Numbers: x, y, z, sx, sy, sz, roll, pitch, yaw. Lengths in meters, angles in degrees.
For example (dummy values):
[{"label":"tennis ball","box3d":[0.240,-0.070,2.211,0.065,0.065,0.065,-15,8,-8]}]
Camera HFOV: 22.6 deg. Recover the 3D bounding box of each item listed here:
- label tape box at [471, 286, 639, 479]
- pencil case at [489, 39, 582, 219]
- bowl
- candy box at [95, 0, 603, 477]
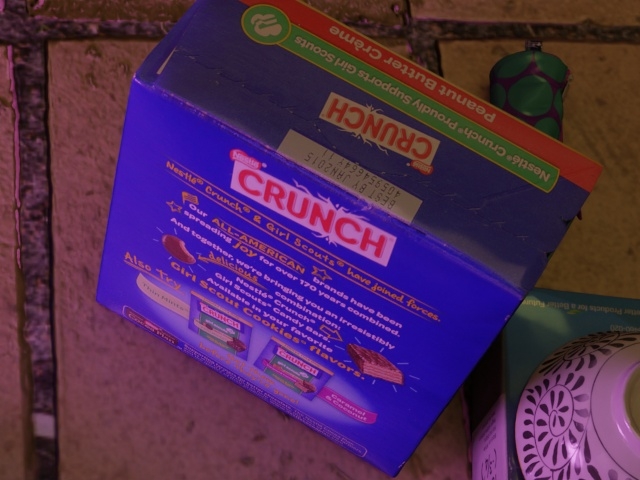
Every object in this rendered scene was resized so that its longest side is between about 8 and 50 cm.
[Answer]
[{"label":"label tape box","box3d":[0.234,0.210,1.142,0.241,0.106,0.333,6,64,-9]},{"label":"pencil case","box3d":[0.173,-0.082,1.299,0.070,0.064,0.151,-5,63,13]},{"label":"bowl","box3d":[0.223,0.126,1.076,0.170,0.080,0.170,4,64,-9]},{"label":"candy box","box3d":[0.000,0.000,1.076,0.268,0.317,0.122,30,62,3]}]
